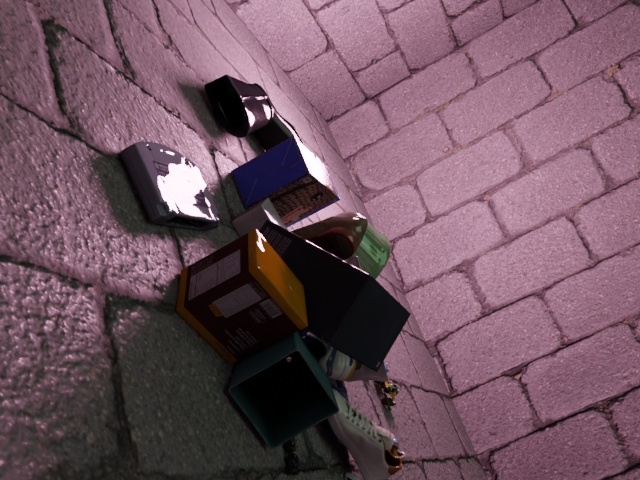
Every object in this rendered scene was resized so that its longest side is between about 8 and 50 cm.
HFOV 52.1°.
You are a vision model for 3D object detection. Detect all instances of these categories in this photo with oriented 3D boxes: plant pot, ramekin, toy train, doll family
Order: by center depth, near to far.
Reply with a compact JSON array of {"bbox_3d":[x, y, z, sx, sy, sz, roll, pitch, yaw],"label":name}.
[{"bbox_3d":[-0.080,0.283,1.410,0.166,0.165,0.234,58,6,-17],"label":"plant pot"},{"bbox_3d":[-0.063,0.441,1.435,0.036,0.027,0.158,57,14,-37],"label":"toy train"},{"bbox_3d":[0.070,0.045,2.190,0.148,0.303,0.303,47,18,-26],"label":"ramekin"},{"bbox_3d":[0.232,0.511,2.355,0.111,0.076,0.193,27,31,-61],"label":"doll family"}]

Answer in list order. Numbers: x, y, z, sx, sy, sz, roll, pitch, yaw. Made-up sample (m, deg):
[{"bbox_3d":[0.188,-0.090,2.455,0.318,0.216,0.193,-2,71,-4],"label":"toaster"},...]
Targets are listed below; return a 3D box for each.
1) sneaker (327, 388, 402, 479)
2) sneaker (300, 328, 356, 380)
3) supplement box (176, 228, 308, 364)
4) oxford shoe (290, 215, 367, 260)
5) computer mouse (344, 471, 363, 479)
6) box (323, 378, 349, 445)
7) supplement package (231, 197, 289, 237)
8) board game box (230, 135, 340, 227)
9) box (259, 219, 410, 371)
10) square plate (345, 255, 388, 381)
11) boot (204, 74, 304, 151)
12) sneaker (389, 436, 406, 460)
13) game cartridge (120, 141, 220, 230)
[{"bbox_3d":[0.114,0.483,1.678,0.290,0.123,0.106,58,17,-14],"label":"sneaker"},{"bbox_3d":[-0.010,0.264,1.827,0.130,0.112,0.296,12,26,-34],"label":"sneaker"},{"bbox_3d":[-0.159,0.119,1.348,0.191,0.194,0.129,53,16,-33],"label":"supplement box"},{"bbox_3d":[0.000,0.000,1.932,0.130,0.348,0.123,-47,119,-37],"label":"oxford shoe"},{"bbox_3d":[0.110,0.662,1.619,0.106,0.042,0.193,39,26,-57],"label":"computer mouse"},{"bbox_3d":[0.046,0.472,1.776,0.136,0.036,0.225,50,17,-41],"label":"box"},{"bbox_3d":[-0.153,-0.011,1.848,0.179,0.105,0.105,59,13,-11],"label":"supplement package"},{"bbox_3d":[-0.105,-0.175,2.088,0.141,0.232,0.291,68,14,20],"label":"board game box"},{"bbox_3d":[0.010,0.141,1.592,0.312,0.179,0.343,29,-6,29],"label":"box"},{"bbox_3d":[0.073,0.243,1.895,0.347,0.049,0.344,145,-67,-69],"label":"square plate"},{"bbox_3d":[-0.216,-0.408,2.312,0.367,0.146,0.445,51,10,-3],"label":"boot"},{"bbox_3d":[0.185,0.597,1.950,0.186,0.083,0.070,56,14,-27],"label":"sneaker"},{"bbox_3d":[-0.336,-0.124,1.487,0.196,0.060,0.294,68,13,9],"label":"game cartridge"}]
